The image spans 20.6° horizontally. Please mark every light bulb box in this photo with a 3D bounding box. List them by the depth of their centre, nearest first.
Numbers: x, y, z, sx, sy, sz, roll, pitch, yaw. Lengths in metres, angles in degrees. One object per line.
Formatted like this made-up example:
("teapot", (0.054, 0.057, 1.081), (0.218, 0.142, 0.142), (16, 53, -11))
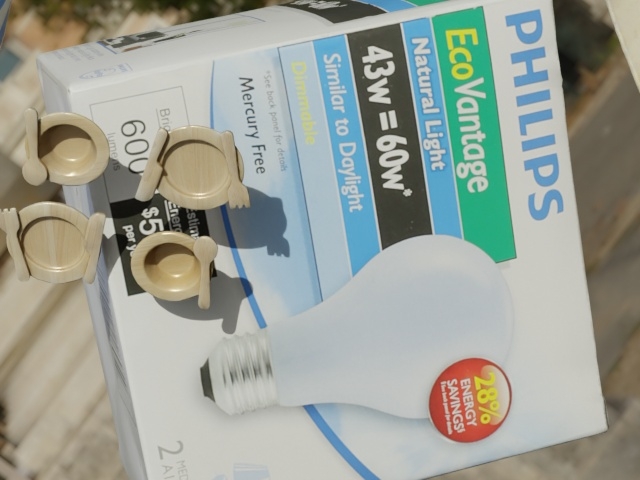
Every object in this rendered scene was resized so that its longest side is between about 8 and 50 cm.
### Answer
("light bulb box", (0.000, 0.000, 1.362), (0.361, 0.358, 0.225), (-14, 16, -12))

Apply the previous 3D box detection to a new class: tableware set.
("tableware set", (-0.131, -0.021, 1.166), (0.020, 0.168, 0.141), (-83, 1, -57))

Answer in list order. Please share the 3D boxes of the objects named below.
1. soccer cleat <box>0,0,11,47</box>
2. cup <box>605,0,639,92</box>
("soccer cleat", (-0.278, -0.257, 1.374), (0.331, 0.116, 0.143), (-66, 26, 23))
("cup", (0.324, -0.075, 0.927), (0.237, 0.331, 0.331), (-27, 9, 18))
